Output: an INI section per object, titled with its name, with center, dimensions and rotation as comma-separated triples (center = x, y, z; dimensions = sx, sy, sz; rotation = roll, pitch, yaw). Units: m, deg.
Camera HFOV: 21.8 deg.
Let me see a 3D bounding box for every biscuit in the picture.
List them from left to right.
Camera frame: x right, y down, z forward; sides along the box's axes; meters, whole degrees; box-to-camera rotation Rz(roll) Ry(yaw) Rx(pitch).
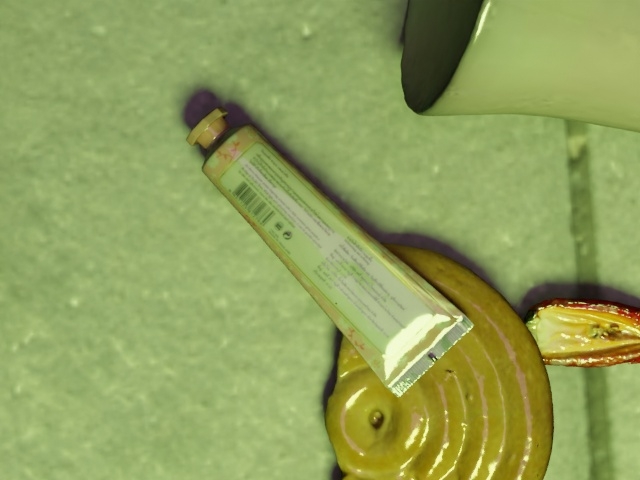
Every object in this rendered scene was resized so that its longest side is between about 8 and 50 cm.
[biscuit]
center = 0.074, 0.120, 1.051
dimensions = 0.145, 0.033, 0.224
rotation = 10, 93, 11

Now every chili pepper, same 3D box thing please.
[chili pepper]
center = 0.205, 0.061, 1.080
dimensions = 0.178, 0.027, 0.045
rotation = 2, 96, -6

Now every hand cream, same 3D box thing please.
[hand cream]
center = 0.000, 0.000, 1.036
dimensions = 0.067, 0.043, 0.209
rotation = -44, 87, 5

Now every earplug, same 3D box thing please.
[earplug]
center = 0.219, -0.128, 1.018
dimensions = 0.301, 0.172, 0.172
rotation = 12, 90, -12
